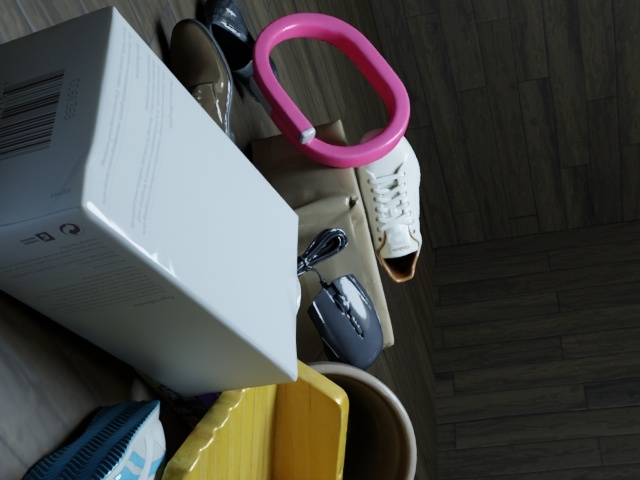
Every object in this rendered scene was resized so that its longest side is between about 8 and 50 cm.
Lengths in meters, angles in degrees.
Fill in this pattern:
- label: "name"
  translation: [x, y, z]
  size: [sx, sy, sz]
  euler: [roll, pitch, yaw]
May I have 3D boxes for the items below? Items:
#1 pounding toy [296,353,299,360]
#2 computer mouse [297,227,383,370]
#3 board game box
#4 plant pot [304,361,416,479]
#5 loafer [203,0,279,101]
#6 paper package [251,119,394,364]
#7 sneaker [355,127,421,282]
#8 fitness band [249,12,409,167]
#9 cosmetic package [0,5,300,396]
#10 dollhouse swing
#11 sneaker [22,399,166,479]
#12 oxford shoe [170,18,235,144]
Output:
- label: "pounding toy"
  translation: [0.002, 0.246, 1.589]
  size: [0.141, 0.100, 0.130]
  euler: [-11, 93, -76]
- label: "computer mouse"
  translation: [0.007, 0.127, 1.282]
  size: [0.060, 0.184, 0.262]
  euler: [28, -35, 51]
- label: "board game box"
  translation: [-0.165, 0.132, 1.084]
  size: [0.170, 0.048, 0.141]
  euler: [63, 21, -52]
- label: "plant pot"
  translation: [-0.004, 0.298, 1.312]
  size: [0.229, 0.263, 0.262]
  euler: [-159, -120, -85]
- label: "loafer"
  translation: [-0.132, -0.301, 1.442]
  size: [0.223, 0.076, 0.078]
  euler: [59, 31, -48]
- label: "paper package"
  translation: [0.000, 0.000, 1.471]
  size: [0.324, 0.168, 0.309]
  euler: [-100, 176, -59]
- label: "sneaker"
  translation: [0.128, -0.050, 1.461]
  size: [0.123, 0.106, 0.290]
  euler: [-104, 180, -48]
- label: "fitness band"
  translation: [0.013, -0.244, 1.385]
  size: [0.290, 0.209, 0.054]
  euler: [55, -22, 20]
- label: "cosmetic package"
  translation: [-0.164, -0.011, 0.857]
  size: [0.385, 0.156, 0.217]
  euler: [52, 32, -52]
- label: "dollhouse swing"
  translation: [0.012, 0.349, 0.972]
  size: [0.347, 0.305, 0.315]
  euler: [-49, 148, -60]
- label: "sneaker"
  translation: [-0.199, 0.227, 0.809]
  size: [0.229, 0.088, 0.092]
  euler: [-40, 123, -72]
- label: "oxford shoe"
  translation: [-0.169, -0.193, 1.201]
  size: [0.096, 0.083, 0.227]
  euler: [-25, 105, -71]
